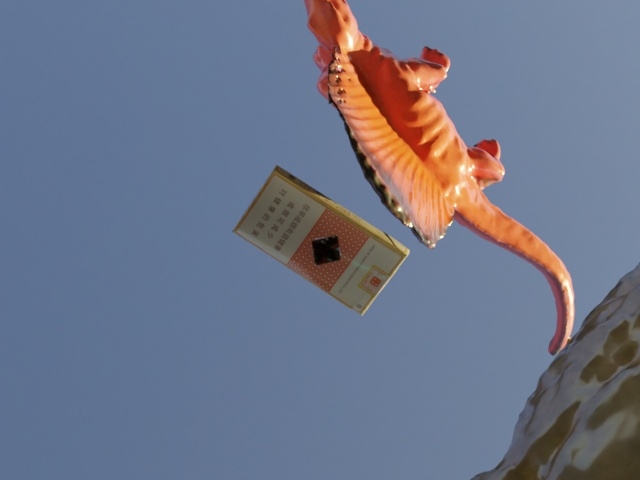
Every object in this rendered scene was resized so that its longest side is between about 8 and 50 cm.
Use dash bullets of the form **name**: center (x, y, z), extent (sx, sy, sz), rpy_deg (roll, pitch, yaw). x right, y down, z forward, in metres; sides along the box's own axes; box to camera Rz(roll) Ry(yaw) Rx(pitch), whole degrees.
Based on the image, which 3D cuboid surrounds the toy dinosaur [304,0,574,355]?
- **toy dinosaur**: center (0.068, -0.025, 0.786), extent (0.286, 0.070, 0.139), rpy_deg (55, -162, -11)

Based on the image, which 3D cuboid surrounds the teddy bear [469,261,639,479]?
- **teddy bear**: center (0.109, 0.104, 0.409), extent (0.151, 0.236, 0.267), rpy_deg (43, -106, -13)

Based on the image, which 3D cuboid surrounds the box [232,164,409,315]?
- **box**: center (0.000, 0.000, 0.732), extent (0.083, 0.046, 0.012), rpy_deg (32, -153, -6)
